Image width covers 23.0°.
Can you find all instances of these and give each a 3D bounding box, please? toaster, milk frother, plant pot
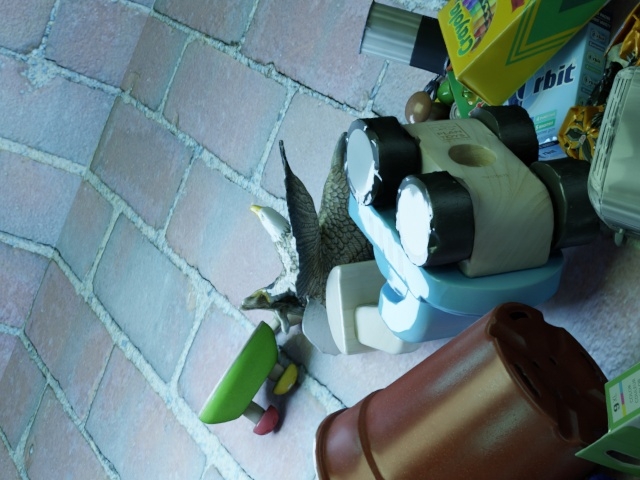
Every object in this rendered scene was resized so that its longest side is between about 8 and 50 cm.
[{"bbox_3d":[0.377,-0.096,1.675,0.146,0.129,0.227,13,83,22],"label":"toaster"},{"bbox_3d":[0.122,-0.262,2.319,0.129,0.134,0.143,88,-161,-76],"label":"milk frother"},{"bbox_3d":[0.178,0.225,1.765,0.265,0.272,0.272,-45,35,28],"label":"plant pot"}]

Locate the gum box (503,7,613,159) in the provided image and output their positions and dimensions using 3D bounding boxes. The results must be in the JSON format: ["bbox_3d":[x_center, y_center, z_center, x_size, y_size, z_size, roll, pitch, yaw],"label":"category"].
[{"bbox_3d":[0.301,-0.199,2.042,0.157,0.041,0.184,-15,60,58],"label":"gum box"}]

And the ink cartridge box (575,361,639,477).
[{"bbox_3d":[0.363,0.165,1.598,0.209,0.109,0.062,-43,37,43],"label":"ink cartridge box"}]

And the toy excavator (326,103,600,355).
[{"bbox_3d":[0.129,0.038,1.989,0.433,0.222,0.445,-128,37,-51],"label":"toy excavator"}]

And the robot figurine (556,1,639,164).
[{"bbox_3d":[0.378,-0.175,1.830,0.291,0.085,0.211,-58,30,22],"label":"robot figurine"}]

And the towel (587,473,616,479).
[{"bbox_3d":[0.261,0.424,1.664,0.308,0.076,0.228,-55,36,28],"label":"towel"}]

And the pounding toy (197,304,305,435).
[{"bbox_3d":[-0.085,0.213,2.456,0.237,0.110,0.183,-54,-2,-44],"label":"pounding toy"}]

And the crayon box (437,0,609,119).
[{"bbox_3d":[0.263,-0.306,2.049,0.318,0.081,0.202,-45,26,21],"label":"crayon box"}]

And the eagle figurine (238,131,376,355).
[{"bbox_3d":[-0.010,-0.006,2.285,0.226,0.225,0.298,-84,20,-53],"label":"eagle figurine"}]

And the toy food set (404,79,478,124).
[{"bbox_3d":[0.173,-0.169,2.200,0.218,0.071,0.128,-20,62,47],"label":"toy food set"}]
